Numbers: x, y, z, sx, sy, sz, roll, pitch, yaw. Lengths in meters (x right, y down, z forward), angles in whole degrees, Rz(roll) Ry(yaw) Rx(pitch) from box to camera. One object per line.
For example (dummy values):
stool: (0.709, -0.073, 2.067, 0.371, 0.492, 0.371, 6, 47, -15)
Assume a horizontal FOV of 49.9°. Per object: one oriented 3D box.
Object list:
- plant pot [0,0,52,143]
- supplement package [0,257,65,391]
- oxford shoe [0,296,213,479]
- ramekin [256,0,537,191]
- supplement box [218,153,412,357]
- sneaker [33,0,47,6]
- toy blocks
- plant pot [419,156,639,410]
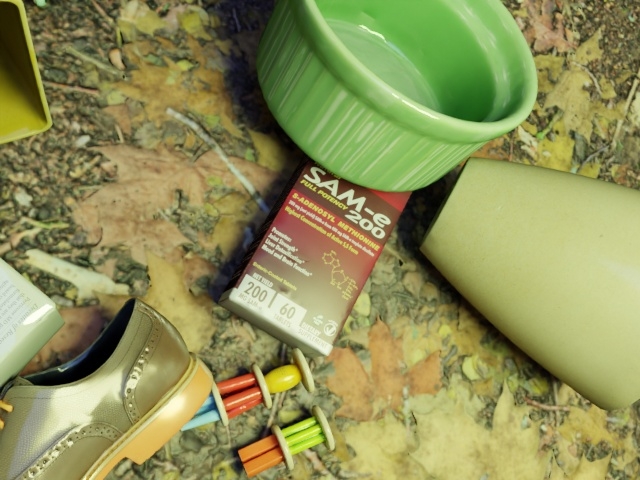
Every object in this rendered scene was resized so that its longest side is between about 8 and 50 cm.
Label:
plant pot: (-0.398, -0.204, 0.639, 0.212, 0.212, 0.187, -21, 74, -21)
supplement package: (-0.365, 0.117, 0.581, 0.145, 0.204, 0.262, 42, 70, -6)
oxford shoe: (-0.272, 0.198, 0.627, 0.364, 0.130, 0.132, -43, 114, -30)
ramekin: (0.076, -0.201, 0.773, 0.303, 0.148, 0.303, 16, 53, -22)
supplement box: (0.000, 0.000, 0.797, 0.130, 0.073, 0.239, 32, 71, -11)
sneaker: (-0.343, -0.298, 0.757, 0.069, 0.038, 0.098, -14, 75, -19)
toy blocks: (-0.072, 0.199, 0.746, 0.148, 0.054, 0.123, -19, 92, -14)
plant pot: (0.266, 0.021, 0.812, 0.274, 0.256, 0.256, 28, 72, 5)
